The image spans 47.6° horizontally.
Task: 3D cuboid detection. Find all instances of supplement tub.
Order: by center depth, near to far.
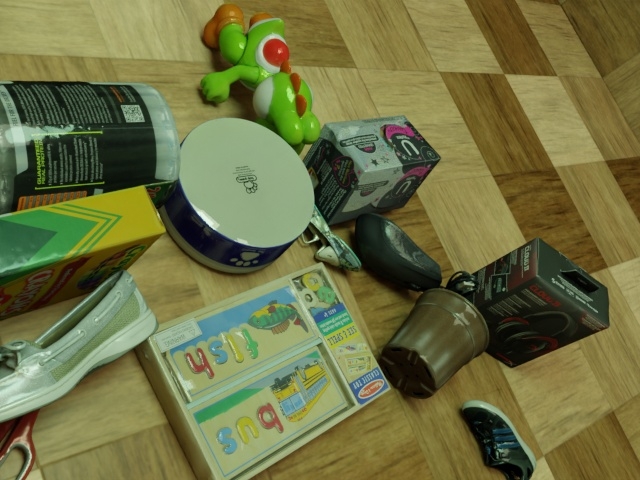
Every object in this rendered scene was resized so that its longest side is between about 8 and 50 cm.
[{"bbox_3d":[-0.394,-0.127,1.052,0.338,0.207,0.207,-9,70,-41],"label":"supplement tub"}]

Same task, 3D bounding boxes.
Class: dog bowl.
[{"bbox_3d":[-0.147,-0.082,1.286,0.265,0.104,0.265,15,57,-25],"label":"dog bowl"}]

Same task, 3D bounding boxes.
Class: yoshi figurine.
[{"bbox_3d":[-0.117,-0.294,1.456,0.362,0.203,0.203,64,3,31],"label":"yoshi figurine"}]

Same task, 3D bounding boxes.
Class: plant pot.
[{"bbox_3d":[0.211,0.205,1.390,0.167,0.167,0.165,52,51,-1],"label":"plant pot"}]

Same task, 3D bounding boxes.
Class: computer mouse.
[{"bbox_3d":[0.170,0.053,1.461,0.272,0.188,0.072,39,63,-2],"label":"computer mouse"}]

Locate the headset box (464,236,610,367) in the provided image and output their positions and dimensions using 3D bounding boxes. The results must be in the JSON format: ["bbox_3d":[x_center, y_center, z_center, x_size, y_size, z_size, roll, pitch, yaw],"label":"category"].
[{"bbox_3d":[0.439,0.132,1.521,0.218,0.293,0.110,33,47,-20],"label":"headset box"}]

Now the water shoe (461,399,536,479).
[{"bbox_3d":[0.352,0.404,1.436,0.203,0.073,0.080,46,46,-6],"label":"water shoe"}]

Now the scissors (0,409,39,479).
[{"bbox_3d":[-0.385,0.221,0.982,0.109,0.021,0.297,41,44,-8],"label":"scissors"}]

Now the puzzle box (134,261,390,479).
[{"bbox_3d":[-0.081,0.213,1.212,0.409,0.052,0.272,-20,79,-45],"label":"puzzle box"}]

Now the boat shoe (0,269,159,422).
[{"bbox_3d":[-0.351,0.142,0.946,0.320,0.118,0.103,-32,103,-48],"label":"boat shoe"}]

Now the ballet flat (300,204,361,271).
[{"bbox_3d":[0.000,0.000,1.417,0.188,0.070,0.070,51,44,0],"label":"ballet flat"}]

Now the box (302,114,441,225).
[{"bbox_3d":[0.098,-0.149,1.491,0.247,0.163,0.142,-15,60,-44],"label":"box"}]

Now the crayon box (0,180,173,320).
[{"bbox_3d":[-0.356,0.020,0.998,0.318,0.202,0.081,-20,78,-44],"label":"crayon box"}]
